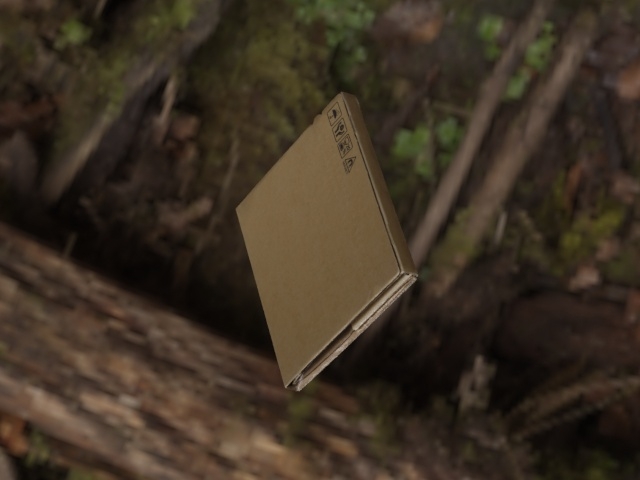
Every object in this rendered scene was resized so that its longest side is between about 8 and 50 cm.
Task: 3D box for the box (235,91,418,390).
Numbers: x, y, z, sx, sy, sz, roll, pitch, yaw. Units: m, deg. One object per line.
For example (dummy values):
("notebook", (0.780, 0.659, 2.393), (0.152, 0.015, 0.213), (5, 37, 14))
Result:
("box", (0.000, 0.000, 1.651), (0.021, 0.201, 0.164), (15, 132, -36))
